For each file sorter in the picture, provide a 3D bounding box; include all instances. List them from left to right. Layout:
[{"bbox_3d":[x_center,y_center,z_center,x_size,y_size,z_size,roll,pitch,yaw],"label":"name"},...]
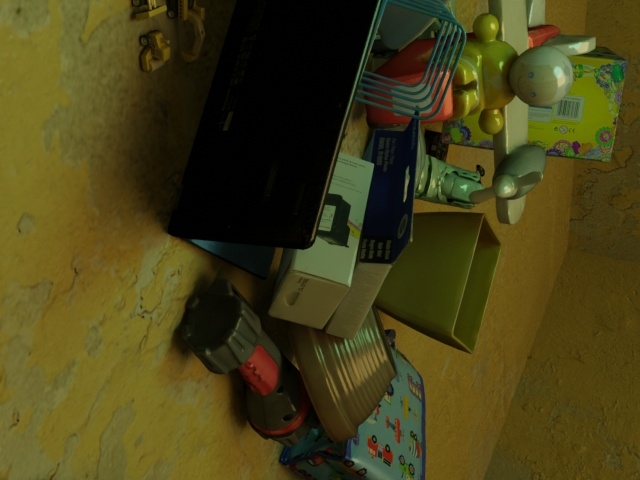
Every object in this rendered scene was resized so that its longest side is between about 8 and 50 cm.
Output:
[{"bbox_3d":[0.088,-0.213,1.098,0.170,0.105,0.118,-91,-161,-68],"label":"file sorter"}]

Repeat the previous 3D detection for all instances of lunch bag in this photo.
[{"bbox_3d":[0.084,0.268,1.613,0.221,0.138,0.293,43,49,-37],"label":"lunch bag"}]

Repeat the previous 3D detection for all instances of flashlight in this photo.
[{"bbox_3d":[-0.084,0.167,1.243,0.103,0.103,0.304,-37,148,-3],"label":"flashlight"}]

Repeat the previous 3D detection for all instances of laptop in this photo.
[{"bbox_3d":[0.005,-0.152,1.112,0.236,0.408,0.381,20,81,-34],"label":"laptop"}]

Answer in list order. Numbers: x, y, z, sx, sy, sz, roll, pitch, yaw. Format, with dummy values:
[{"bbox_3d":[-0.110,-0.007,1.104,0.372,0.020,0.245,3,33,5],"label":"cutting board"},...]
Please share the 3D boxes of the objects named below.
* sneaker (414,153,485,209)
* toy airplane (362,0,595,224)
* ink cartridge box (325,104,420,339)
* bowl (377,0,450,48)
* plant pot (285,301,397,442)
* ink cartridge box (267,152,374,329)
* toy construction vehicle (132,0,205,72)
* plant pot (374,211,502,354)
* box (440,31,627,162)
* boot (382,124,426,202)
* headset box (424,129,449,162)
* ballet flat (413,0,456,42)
[{"bbox_3d":[0.206,-0.111,1.733,0.256,0.151,0.094,3,101,-67],"label":"sneaker"},{"bbox_3d":[0.277,-0.255,1.469,0.386,0.272,0.384,35,84,-37],"label":"toy airplane"},{"bbox_3d":[0.063,-0.024,1.236,0.224,0.045,0.223,115,-13,-50],"label":"ink cartridge box"},{"bbox_3d":[0.112,-0.407,1.279,0.298,0.134,0.298,-54,-161,28],"label":"bowl"},{"bbox_3d":[0.035,0.147,1.355,0.237,0.110,0.237,-18,90,-84],"label":"plant pot"},{"bbox_3d":[0.000,0.000,1.180,0.127,0.072,0.175,120,-15,-58],"label":"ink cartridge box"},{"bbox_3d":[-0.144,-0.214,0.958,0.086,0.035,0.098,-41,139,-56],"label":"toy construction vehicle"},{"bbox_3d":[0.187,0.062,1.731,0.212,0.187,0.212,39,65,-66],"label":"plant pot"},{"bbox_3d":[0.375,-0.267,1.796,0.279,0.290,0.177,-63,159,-73],"label":"box"},{"bbox_3d":[0.098,-0.075,1.554,0.123,0.095,0.258,-24,125,-72],"label":"boot"},{"bbox_3d":[0.221,-0.174,1.895,0.083,0.032,0.062,-2,104,-69],"label":"headset box"},{"bbox_3d":[0.191,-0.349,1.676,0.072,0.068,0.213,-35,134,-60],"label":"ballet flat"}]
